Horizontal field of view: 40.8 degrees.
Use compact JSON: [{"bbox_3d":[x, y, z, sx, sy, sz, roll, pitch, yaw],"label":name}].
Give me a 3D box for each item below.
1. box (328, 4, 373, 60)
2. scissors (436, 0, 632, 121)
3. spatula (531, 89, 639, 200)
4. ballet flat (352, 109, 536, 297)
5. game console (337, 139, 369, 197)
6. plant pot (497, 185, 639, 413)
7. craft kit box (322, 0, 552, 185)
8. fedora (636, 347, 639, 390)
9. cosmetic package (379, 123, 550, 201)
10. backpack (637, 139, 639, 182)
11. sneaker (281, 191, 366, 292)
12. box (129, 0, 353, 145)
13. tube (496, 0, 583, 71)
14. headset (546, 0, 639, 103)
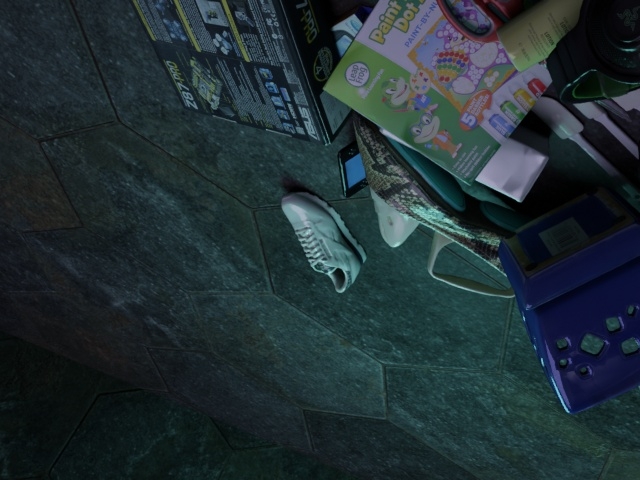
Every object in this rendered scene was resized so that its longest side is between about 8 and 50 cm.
[{"bbox_3d":[0.048,-0.298,1.290,0.081,0.028,0.136,44,149,-22],"label":"box"},{"bbox_3d":[0.264,-0.234,1.079,0.109,0.021,0.297,-37,105,21],"label":"scissors"},{"bbox_3d":[0.425,-0.146,1.212,0.242,0.019,0.168,39,148,-16],"label":"spatula"},{"bbox_3d":[0.214,-0.022,1.400,0.482,0.164,0.182,32,113,-11],"label":"ballet flat"},{"bbox_3d":[0.094,-0.121,1.481,0.071,0.107,0.122,45,160,33],"label":"game console"},{"bbox_3d":[0.393,0.068,1.243,0.235,0.236,0.212,-28,108,10],"label":"plant pot"},{"bbox_3d":[0.171,-0.238,1.131,0.246,0.061,0.250,33,117,-4],"label":"craft kit box"},{"bbox_3d":[0.665,0.214,1.450,0.243,0.124,0.275,-10,124,45],"label":"fedora"},{"bbox_3d":[0.213,-0.153,1.262,0.231,0.117,0.086,28,115,4],"label":"cosmetic package"},{"bbox_3d":[0.605,-0.038,1.035,0.355,0.273,0.290,-24,119,33],"label":"backpack"},{"bbox_3d":[0.000,0.000,1.717,0.235,0.095,0.090,46,148,-24],"label":"sneaker"},{"bbox_3d":[-0.141,-0.337,1.296,0.318,0.097,0.395,15,147,31],"label":"box"},{"bbox_3d":[0.321,-0.282,0.993,0.240,0.062,0.070,-29,163,22],"label":"tube"},{"bbox_3d":[0.398,-0.213,0.872,0.394,0.243,0.185,132,121,-72],"label":"headset"}]
